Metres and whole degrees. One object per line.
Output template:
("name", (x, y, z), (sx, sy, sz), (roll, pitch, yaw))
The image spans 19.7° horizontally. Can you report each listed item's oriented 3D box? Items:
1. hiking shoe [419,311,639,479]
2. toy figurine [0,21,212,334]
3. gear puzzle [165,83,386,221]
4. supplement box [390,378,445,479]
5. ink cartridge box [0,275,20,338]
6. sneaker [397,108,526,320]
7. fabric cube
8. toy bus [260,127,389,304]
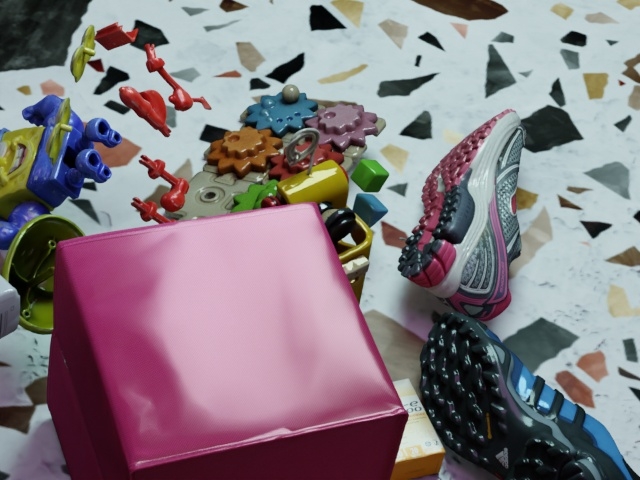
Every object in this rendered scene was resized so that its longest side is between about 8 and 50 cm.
("hiking shoe", (0.206, 0.189, 1.835), (0.132, 0.113, 0.304), (14, 29, -40))
("toy figurine", (-0.284, -0.033, 1.940), (0.217, 0.191, 0.362), (-13, 54, 40))
("gear puzzle", (-0.078, -0.069, 2.026), (0.175, 0.044, 0.339), (14, 44, 27))
("supplement box", (0.076, 0.190, 1.837), (0.062, 0.036, 0.098), (-11, 49, -20))
("ink cartridge box", (-0.470, 0.037, 1.565), (0.304, 0.072, 0.307), (-31, 55, -34))
("sneaker", (0.173, -0.029, 2.028), (0.112, 0.121, 0.299), (38, 44, -13))
("fabric cube", (-0.095, 0.156, 1.690), (0.254, 0.259, 0.258), (-10, 51, -19))
("toy bus", (0.003, 0.006, 1.903), (0.104, 0.191, 0.202), (45, 11, 29))
